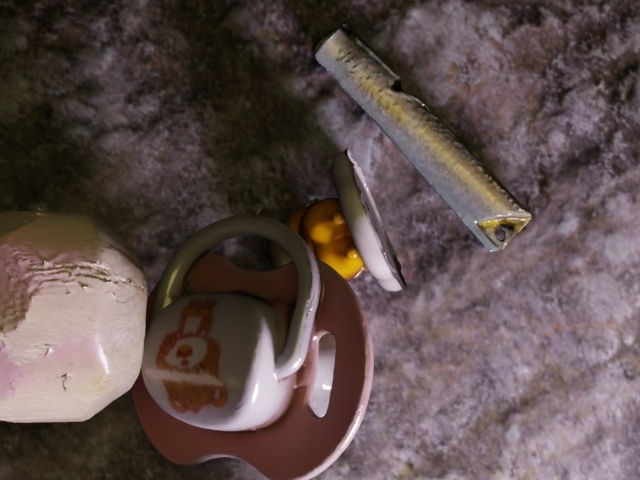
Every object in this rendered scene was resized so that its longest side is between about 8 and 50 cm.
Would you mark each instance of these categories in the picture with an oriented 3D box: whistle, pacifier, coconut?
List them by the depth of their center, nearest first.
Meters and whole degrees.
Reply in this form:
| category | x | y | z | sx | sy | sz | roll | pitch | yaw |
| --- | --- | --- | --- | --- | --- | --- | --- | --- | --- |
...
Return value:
| category | x | y | z | sx | sy | sz | roll | pitch | yaw |
| --- | --- | --- | --- | --- | --- | --- | --- | --- | --- |
| coconut | -0.305 | 0.074 | 1.703 | 0.230 | 0.227 | 0.227 | 3 | 79 | -18 |
| pacifier | -0.066 | 0.133 | 1.740 | 0.220 | 0.332 | 0.273 | -57 | 132 | -32 |
| whistle | 0.116 | -0.121 | 1.914 | 0.068 | 0.057 | 0.326 | -42 | 91 | -13 |

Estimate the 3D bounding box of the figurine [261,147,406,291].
| category | x | y | z | sx | sy | sz | roll | pitch | yaw |
| --- | --- | --- | --- | --- | --- | --- | --- | --- | --- |
| figurine | 0.000 | 0.000 | 1.795 | 0.141 | 0.250 | 0.167 | -21 | 88 | 4 |
